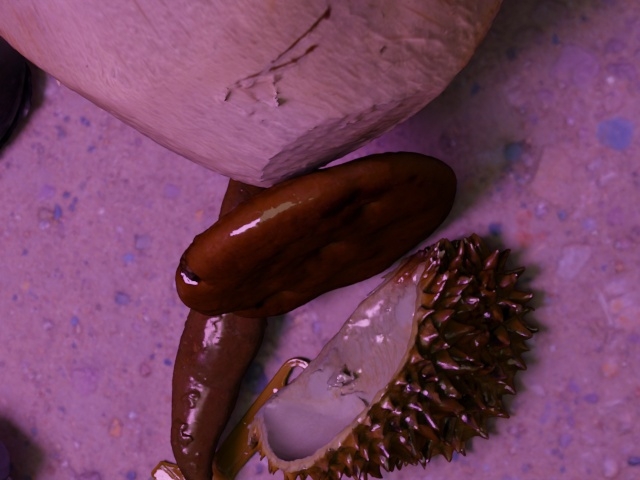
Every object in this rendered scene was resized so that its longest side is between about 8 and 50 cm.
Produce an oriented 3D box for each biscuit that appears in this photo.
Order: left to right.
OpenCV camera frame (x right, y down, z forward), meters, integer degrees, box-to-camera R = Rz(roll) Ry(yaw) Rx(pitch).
[{"bbox_3d":[0.000,0.000,1.199,0.212,0.212,0.036,-29,70,21],"label":"biscuit"}]

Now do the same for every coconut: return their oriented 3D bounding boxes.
[{"bbox_3d":[-0.045,-0.215,1.125,0.346,0.360,0.346,-14,64,31],"label":"coconut"}]

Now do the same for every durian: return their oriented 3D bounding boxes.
[{"bbox_3d":[0.047,0.101,1.246,0.139,0.144,0.252,49,115,28],"label":"durian"}]

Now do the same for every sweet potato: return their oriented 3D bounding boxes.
[{"bbox_3d":[-0.073,0.060,1.308,0.067,0.067,0.273,14,95,18],"label":"sweet potato"}]

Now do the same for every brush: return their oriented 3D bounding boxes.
[{"bbox_3d":[-0.070,0.169,1.347,0.083,0.011,0.205,42,108,11],"label":"brush"}]

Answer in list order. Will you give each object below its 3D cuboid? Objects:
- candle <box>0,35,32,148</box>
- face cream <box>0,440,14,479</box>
[{"bbox_3d":[-0.373,-0.130,1.253,0.187,0.330,0.187,3,96,27],"label":"candle"},{"bbox_3d":[-0.375,0.316,1.430,0.235,0.137,0.420,38,116,10],"label":"face cream"}]
